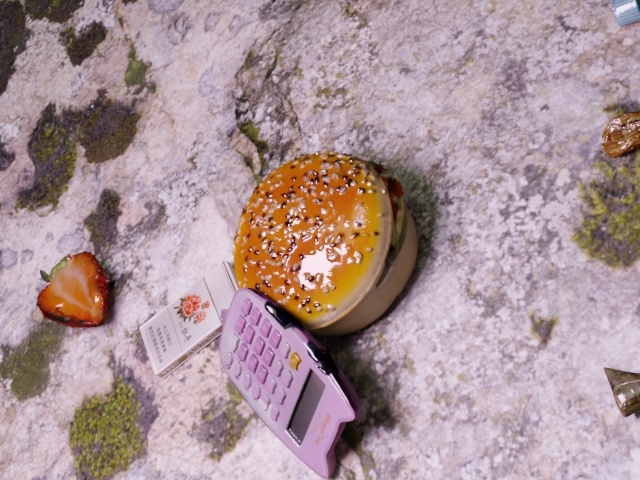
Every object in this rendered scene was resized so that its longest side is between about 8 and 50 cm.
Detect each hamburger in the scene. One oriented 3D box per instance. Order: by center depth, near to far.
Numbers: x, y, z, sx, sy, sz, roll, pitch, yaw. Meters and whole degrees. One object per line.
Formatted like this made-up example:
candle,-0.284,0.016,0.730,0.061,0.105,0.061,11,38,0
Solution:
hamburger,0.000,0.000,1.928,0.300,0.176,0.300,-16,59,28

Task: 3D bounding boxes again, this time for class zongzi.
zongzi,0.408,0.178,1.628,0.076,0.040,0.083,-26,35,14

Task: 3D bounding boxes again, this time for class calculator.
calculator,-0.052,0.197,1.861,0.294,0.043,0.194,45,135,28

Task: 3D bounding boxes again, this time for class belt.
belt,0.451,-0.406,1.877,0.065,0.100,0.179,-14,60,34

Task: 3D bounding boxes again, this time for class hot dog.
hot dog,0.433,-0.149,1.786,0.083,0.035,0.058,-25,50,23

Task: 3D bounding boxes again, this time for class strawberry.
strawberry,-0.421,0.095,2.245,0.192,0.085,0.140,0,64,35

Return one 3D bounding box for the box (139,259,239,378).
box,-0.210,0.130,2.108,0.198,0.029,0.109,-38,49,14
